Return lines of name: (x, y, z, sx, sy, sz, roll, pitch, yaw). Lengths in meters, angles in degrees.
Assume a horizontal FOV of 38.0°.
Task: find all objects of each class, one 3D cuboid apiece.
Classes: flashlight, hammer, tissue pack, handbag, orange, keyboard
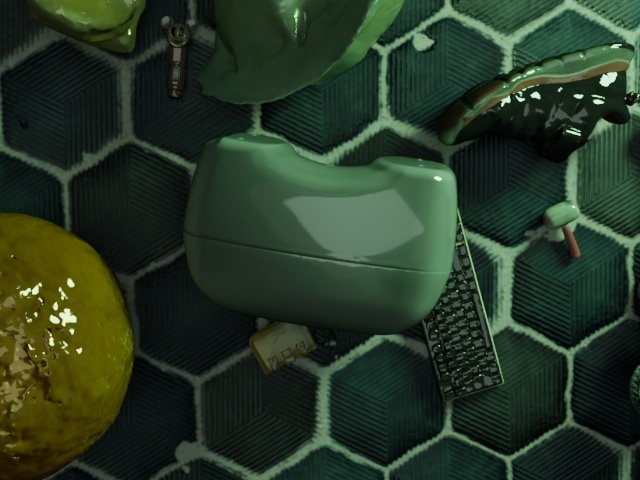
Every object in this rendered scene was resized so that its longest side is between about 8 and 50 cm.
flashlight: (-0.192, -0.245, 1.248, 0.052, 0.031, 0.110, 4, 93, -4)
hammer: (0.344, -0.013, 1.296, 0.052, 0.031, 0.083, -24, 100, 2)
tissue pack: (0.000, 0.000, 1.168, 0.333, 0.229, 0.236, 8, 99, 4)
handbag: (-0.052, 0.142, 1.280, 0.083, 0.027, 0.061, -26, 93, -3)
orange: (-0.390, 0.130, 1.130, 0.340, 0.293, 0.341, 0, 92, 14)
keyboard: (0.169, 0.065, 1.290, 0.106, 0.027, 0.317, -16, 94, -3)

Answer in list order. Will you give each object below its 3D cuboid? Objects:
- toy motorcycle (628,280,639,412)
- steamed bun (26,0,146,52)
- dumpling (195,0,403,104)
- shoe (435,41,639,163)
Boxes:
toy motorcycle: (0.530, 0.107, 1.277, 0.169, 0.113, 0.315, 24, 83, -15)
steamed bun: (-0.343, -0.456, 1.174, 0.247, 0.189, 0.428, -1, 95, -32)
dumpling: (0.007, -0.313, 1.182, 0.270, 0.212, 0.321, 26, 108, 31)
shoe: (0.294, -0.168, 1.248, 0.291, 0.114, 0.137, -19, 99, -6)
